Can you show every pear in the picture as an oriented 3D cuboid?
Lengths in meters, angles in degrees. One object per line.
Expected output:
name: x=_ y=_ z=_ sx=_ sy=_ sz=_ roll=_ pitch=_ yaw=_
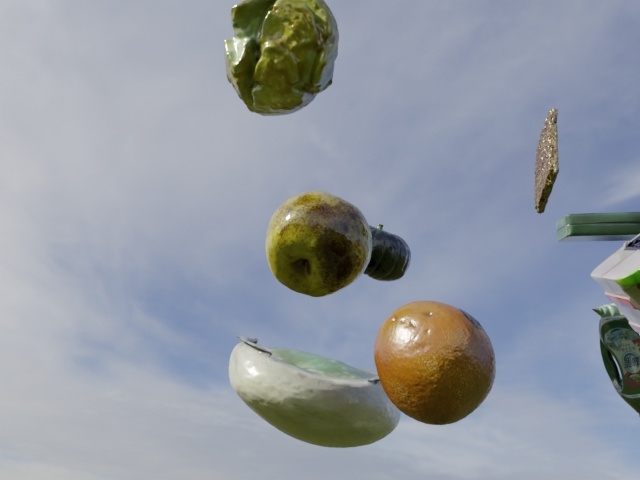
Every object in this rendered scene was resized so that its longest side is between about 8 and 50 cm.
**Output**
pear: x=0.000 y=0.000 z=1.200 sx=0.197 sy=0.197 sz=0.197 roll=6 pitch=-28 yaw=3

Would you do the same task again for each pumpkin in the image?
pumpkin: x=0.135 y=0.025 z=1.665 sx=0.201 sy=0.140 sz=0.202 roll=22 pitch=1 yaw=0

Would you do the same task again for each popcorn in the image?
popcorn: x=-0.076 y=-0.377 z=1.326 sx=0.225 sy=0.276 sz=0.276 roll=37 pitch=-31 yaw=1

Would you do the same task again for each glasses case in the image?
glasses case: x=0.511 y=-0.023 z=1.128 sx=0.184 sy=0.040 sz=0.078 roll=-1 pitch=-9 yaw=5

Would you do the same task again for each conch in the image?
conch: x=0.810 y=0.209 z=1.754 sx=0.180 sy=0.088 sz=0.065 roll=13 pitch=-46 yaw=-12

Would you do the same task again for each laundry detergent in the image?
laundry detergent: x=0.598 y=0.245 z=1.233 sx=0.063 sy=0.211 sz=0.137 roll=-4 pitch=-10 yaw=-27

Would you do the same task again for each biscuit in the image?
biscuit: x=0.487 y=-0.175 z=1.409 sx=0.025 sy=0.231 sz=0.131 roll=10 pitch=-44 yaw=9

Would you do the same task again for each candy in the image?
candy: x=-0.027 y=0.325 z=1.376 sx=0.386 sy=0.186 sz=0.427 roll=17 pitch=-10 yaw=18

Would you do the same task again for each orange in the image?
orange: x=0.185 y=0.195 z=1.067 sx=0.206 sy=0.206 sz=0.206 roll=6 pitch=-28 yaw=3

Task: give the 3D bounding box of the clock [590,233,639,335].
clock: x=0.466 y=0.085 z=0.637 sx=0.235 sy=0.310 sz=0.166 roll=-38 pitch=-6 yaw=6
